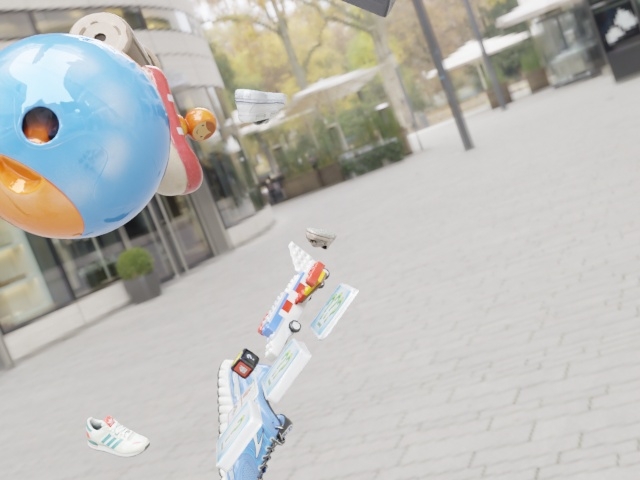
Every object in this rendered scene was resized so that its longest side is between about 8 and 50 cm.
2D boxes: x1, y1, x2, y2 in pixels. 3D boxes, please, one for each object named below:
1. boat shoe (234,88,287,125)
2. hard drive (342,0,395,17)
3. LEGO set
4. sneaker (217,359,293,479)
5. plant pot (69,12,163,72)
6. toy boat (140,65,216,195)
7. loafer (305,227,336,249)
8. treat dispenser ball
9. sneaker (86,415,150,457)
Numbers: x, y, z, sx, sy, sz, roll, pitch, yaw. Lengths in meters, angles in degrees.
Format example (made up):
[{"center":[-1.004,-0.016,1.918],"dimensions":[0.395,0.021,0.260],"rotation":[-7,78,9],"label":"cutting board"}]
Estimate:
[{"center":[-0.138,-0.291,1.904],"dimensions":[0.083,0.075,0.226],"rotation":[9,10,18],"label":"boat shoe"},{"center":[0.048,-0.478,1.181],"dimensions":[0.064,0.237,0.338],"rotation":[103,-168,-63],"label":"hard drive"},{"center":[-0.051,0.095,0.806],"dimensions":[0.182,0.060,0.244],"rotation":[-54,6,-1],"label":"LEGO set"},{"center":[-0.125,0.395,1.696],"dimensions":[0.147,0.329,0.130],"rotation":[-2,-14,-3],"label":"sneaker"},{"center":[-0.524,-0.433,2.126],"dimensions":[0.263,0.263,0.229],"rotation":[-22,-20,-12],"label":"plant pot"},{"center":[-0.254,-0.195,1.529],"dimensions":[0.151,0.231,0.151],"rotation":[-14,-9,-27],"label":"toy boat"},{"center":[0.000,0.000,1.701],"dimensions":[0.045,0.039,0.125],"rotation":[23,6,17],"label":"loafer"},{"center":[-0.356,-0.145,1.217],"dimensions":[0.288,0.288,0.288],"rotation":[-21,6,2],"label":"treat dispenser ball"},{"center":[-0.465,0.440,1.969],"dimensions":[0.161,0.075,0.057],"rotation":[4,25,23],"label":"sneaker"}]
